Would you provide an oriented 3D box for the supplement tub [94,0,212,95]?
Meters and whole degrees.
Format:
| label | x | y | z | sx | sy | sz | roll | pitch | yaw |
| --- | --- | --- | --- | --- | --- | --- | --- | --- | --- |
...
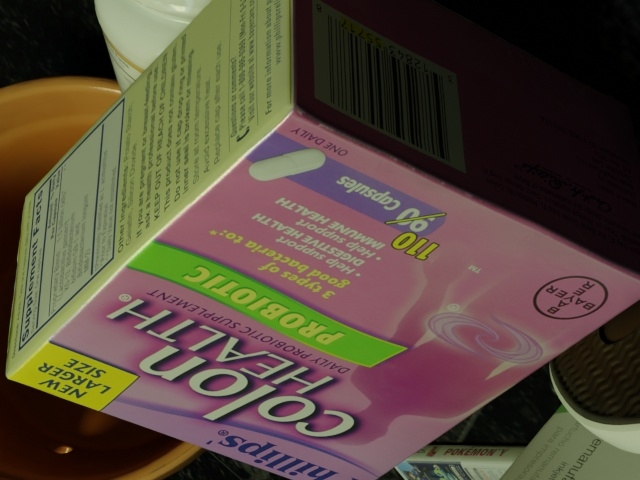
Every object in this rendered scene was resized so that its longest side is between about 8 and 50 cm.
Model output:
| label | x | y | z | sx | sy | sz | roll | pitch | yaw |
| --- | --- | --- | --- | --- | --- | --- | --- | --- | --- |
| supplement tub | -0.040 | -0.106 | 0.907 | 0.144 | 0.144 | 0.199 | 31 | 152 | 28 |

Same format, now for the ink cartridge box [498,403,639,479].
| label | x | y | z | sx | sy | sz | roll | pitch | yaw |
| --- | --- | --- | --- | --- | --- | --- | --- | --- | --- |
| ink cartridge box | 0.220 | 0.154 | 0.893 | 0.219 | 0.160 | 0.092 | 20 | 146 | 41 |

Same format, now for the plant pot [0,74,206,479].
| label | x | y | z | sx | sy | sz | roll | pitch | yaw |
| --- | --- | --- | --- | --- | --- | --- | --- | --- | --- |
| plant pot | -0.167 | 0.048 | 1.225 | 0.291 | 0.291 | 0.203 | 40 | 172 | 10 |

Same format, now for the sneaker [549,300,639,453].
| label | x | y | z | sx | sy | sz | roll | pitch | yaw |
| --- | --- | --- | --- | --- | --- | --- | --- | --- | --- |
| sneaker | 0.219 | 0.085 | 0.837 | 0.123 | 0.106 | 0.290 | 33 | 177 | -24 |

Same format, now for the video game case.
| label | x | y | z | sx | sy | sz | roll | pitch | yaw |
| --- | --- | --- | --- | --- | --- | --- | --- | --- | --- |
| video game case | 0.163 | 0.230 | 1.267 | 0.201 | 0.023 | 0.183 | 50 | 155 | -14 |

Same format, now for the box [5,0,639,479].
| label | x | y | z | sx | sy | sz | roll | pitch | yaw |
| --- | --- | --- | --- | --- | --- | --- | --- | --- | --- |
| box | 0.000 | 0.000 | 0.831 | 0.213 | 0.117 | 0.243 | 24 | 136 | -29 |
